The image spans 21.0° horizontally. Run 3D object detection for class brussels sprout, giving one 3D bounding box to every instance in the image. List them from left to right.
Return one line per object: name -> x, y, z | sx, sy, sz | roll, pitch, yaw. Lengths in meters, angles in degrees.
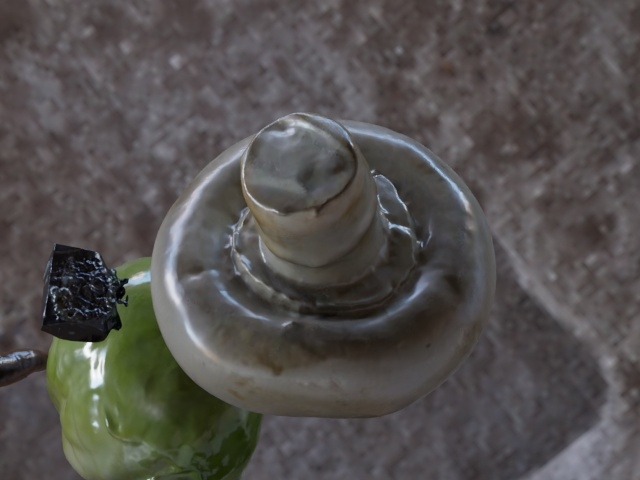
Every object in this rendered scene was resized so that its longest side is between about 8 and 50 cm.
brussels sprout -> -0.177, 0.155, 1.934 | 0.243, 0.273, 0.316 | 0, -1, -31

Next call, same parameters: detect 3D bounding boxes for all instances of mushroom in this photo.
mushroom -> -0.009, 0.002, 1.028 | 0.206, 0.206, 0.209 | -37, -56, -6

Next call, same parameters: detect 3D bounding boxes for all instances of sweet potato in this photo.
sweet potato -> -0.409, 0.152, 2.001 | 0.057, 0.057, 0.264 | -44, -21, 22

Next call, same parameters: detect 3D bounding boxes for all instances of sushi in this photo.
sushi -> -0.240, 0.058, 1.765 | 0.085, 0.083, 0.056 | 11, -37, -14
